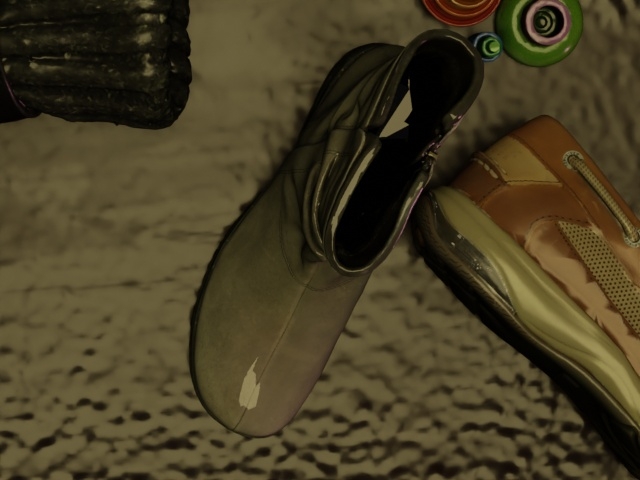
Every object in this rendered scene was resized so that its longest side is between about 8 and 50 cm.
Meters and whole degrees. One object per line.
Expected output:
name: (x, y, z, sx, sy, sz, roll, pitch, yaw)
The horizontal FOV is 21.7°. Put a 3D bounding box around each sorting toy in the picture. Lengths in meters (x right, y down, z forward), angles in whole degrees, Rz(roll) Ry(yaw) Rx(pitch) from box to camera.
sorting toy: (0.102, -0.128, 0.933, 0.102, 0.042, 0.061, 22, 94, -9)

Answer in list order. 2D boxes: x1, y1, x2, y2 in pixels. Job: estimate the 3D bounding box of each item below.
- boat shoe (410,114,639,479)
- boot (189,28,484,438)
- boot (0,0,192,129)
boat shoe: (0.197, 0.063, 0.928, 0.324, 0.122, 0.120, 45, 85, -9)
boot: (0.000, 0.000, 0.876, 0.083, 0.161, 0.246, 24, 93, -8)
boot: (-0.198, -0.059, 0.863, 0.260, 0.131, 0.347, 4, 96, -7)
